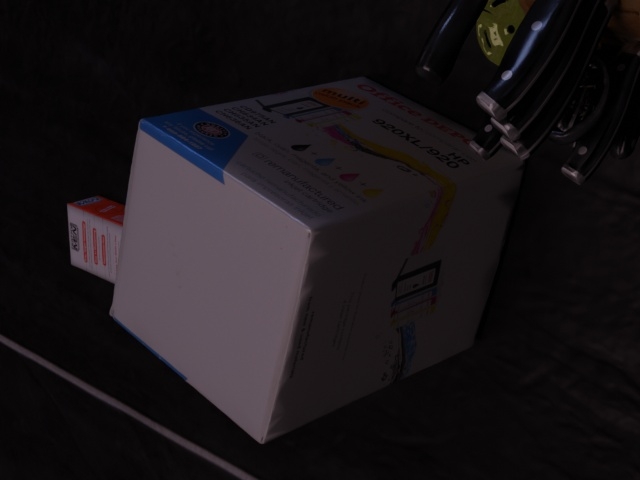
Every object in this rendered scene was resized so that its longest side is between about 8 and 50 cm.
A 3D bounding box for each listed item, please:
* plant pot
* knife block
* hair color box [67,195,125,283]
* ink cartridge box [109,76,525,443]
[{"bbox_3d":[0.143,-0.142,0.753,0.083,0.079,0.083,18,117,41],"label":"plant pot"},{"bbox_3d":[0.148,-0.177,0.616,0.088,0.242,0.276,20,118,38],"label":"knife block"},{"bbox_3d":[-0.197,0.007,1.176,0.141,0.043,0.072,20,118,38],"label":"hair color box"},{"bbox_3d":[0.000,0.000,0.839,0.171,0.232,0.168,33,124,33],"label":"ink cartridge box"}]
